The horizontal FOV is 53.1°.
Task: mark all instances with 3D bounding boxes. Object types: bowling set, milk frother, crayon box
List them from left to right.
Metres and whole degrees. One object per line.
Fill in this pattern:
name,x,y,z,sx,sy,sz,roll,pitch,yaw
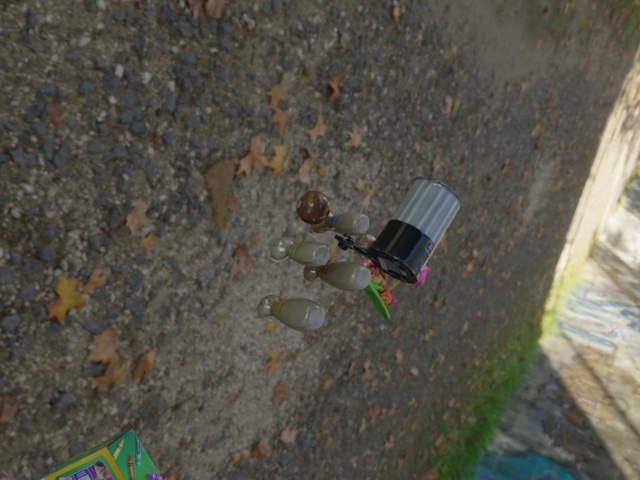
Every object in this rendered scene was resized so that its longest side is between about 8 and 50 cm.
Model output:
crayon box,-0.470,0.529,1.357,0.278,0.165,0.081,-30,-179,26
bowling set,0.000,0.000,1.076,0.287,0.154,0.200,-32,112,-31
milk frother,0.110,-0.022,0.941,0.135,0.143,0.129,-55,167,-16

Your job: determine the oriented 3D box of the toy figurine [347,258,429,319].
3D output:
toy figurine,0.176,0.075,1.534,0.159,0.173,0.130,-33,171,-7
